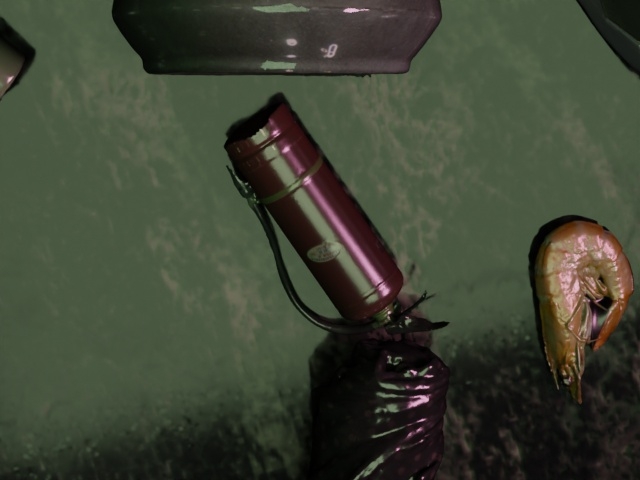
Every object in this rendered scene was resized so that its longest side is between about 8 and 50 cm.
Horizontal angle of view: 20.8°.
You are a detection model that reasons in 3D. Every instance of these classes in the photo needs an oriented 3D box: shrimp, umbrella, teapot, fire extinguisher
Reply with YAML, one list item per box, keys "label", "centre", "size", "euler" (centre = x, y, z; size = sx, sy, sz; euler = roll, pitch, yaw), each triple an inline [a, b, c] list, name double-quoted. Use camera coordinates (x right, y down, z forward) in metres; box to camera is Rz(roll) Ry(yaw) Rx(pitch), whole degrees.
- label: "shrimp"
  centre: [0.157, 0.041, 1.022]
  size: [0.059, 0.023, 0.108]
  euler: [-12, 103, -8]
- label: "umbrella"
  centre: [0.010, 0.214, 1.019]
  size: [0.090, 0.094, 0.326]
  euler: [15, 101, 10]
- label: "teapot"
  centre: [-0.008, -0.198, 0.907]
  size: [0.203, 0.171, 0.225]
  euler: [-3, 96, -34]
- label: "fire extinguisher"
  centre: [0.000, 0.000, 1.000]
  size: [0.078, 0.045, 0.157]
  euler: [-28, 104, 33]

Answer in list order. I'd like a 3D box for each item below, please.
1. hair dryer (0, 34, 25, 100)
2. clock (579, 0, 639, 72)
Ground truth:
- label: "hair dryer"
  centre: [-0.216, -0.180, 0.949]
  size: [0.225, 0.088, 0.219]
  euler: [-34, 108, -10]
- label: "clock"
  centre: [0.256, -0.201, 0.912]
  size: [0.254, 0.189, 0.189]
  euler: [-34, 101, -2]
